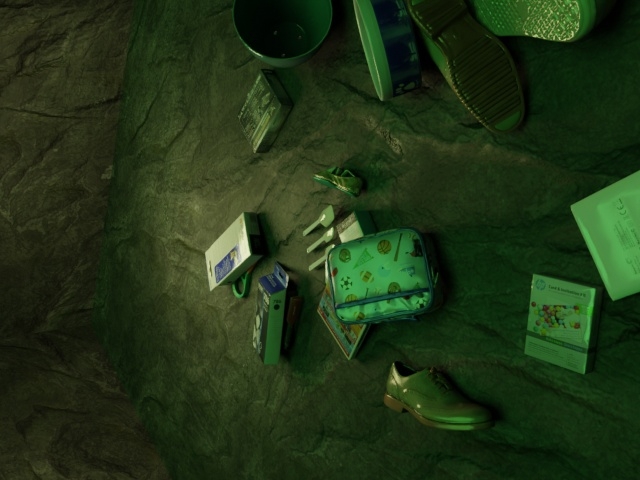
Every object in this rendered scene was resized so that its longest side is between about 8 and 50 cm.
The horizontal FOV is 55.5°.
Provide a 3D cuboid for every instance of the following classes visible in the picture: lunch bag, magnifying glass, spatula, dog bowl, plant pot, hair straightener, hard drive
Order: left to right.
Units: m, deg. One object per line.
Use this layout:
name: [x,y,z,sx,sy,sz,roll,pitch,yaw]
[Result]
magnifying glass: [-0.284,0.131,2.326,0.092,0.026,0.231,58,136,30]
plant pot: [-0.111,-0.646,1.852,0.195,0.289,0.291,94,164,-82]
hair straightener: [-0.109,0.279,2.117,0.089,0.047,0.231,-133,44,-59]
spatula: [0.000,0.000,1.917,0.242,0.019,0.168,142,120,-63]
lunch bag: [0.172,0.103,1.601,0.303,0.115,0.244,-13,76,26]
dog bowl: [0.165,-0.489,1.504,0.265,0.104,0.265,-16,-90,-85]
hard drive: [0.646,-0.039,1.121,0.318,0.040,0.211,-35,67,48]

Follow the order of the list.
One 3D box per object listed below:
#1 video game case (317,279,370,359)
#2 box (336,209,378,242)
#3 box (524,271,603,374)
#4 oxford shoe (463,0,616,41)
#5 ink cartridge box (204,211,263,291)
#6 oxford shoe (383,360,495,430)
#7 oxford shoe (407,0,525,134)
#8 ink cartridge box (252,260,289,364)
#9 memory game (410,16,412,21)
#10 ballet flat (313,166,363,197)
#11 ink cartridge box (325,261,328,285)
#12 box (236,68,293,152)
video game case: [0.076,0.204,1.818,0.204,0.025,0.285,55,148,29]
box: [0.133,0.042,1.758,0.100,0.060,0.245,-40,63,47]
box: [0.520,0.175,1.307,0.145,0.038,0.187,16,105,49]
oxford shoe: [0.435,-0.518,1.276,0.449,0.130,0.169,49,162,53]
ink cartridge box: [-0.338,0.051,2.329,0.371,0.069,0.176,-37,57,46]
oxford shoe: [0.291,0.395,1.556,0.348,0.122,0.130,4,92,50]
oxford shoe: [0.340,-0.417,1.406,0.140,0.146,0.397,-29,85,7]
ink cartridge box: [-0.179,0.252,2.141,0.165,0.065,0.333,-141,56,-64]
memory game: [0.276,-0.591,1.508,0.186,0.012,0.186,41,138,50]
ballet flat: [0.059,-0.185,1.837,0.206,0.073,0.067,28,88,44]
ink cartridge box: [0.071,0.158,1.865,0.145,0.045,0.180,10,99,51]
box: [-0.198,-0.450,2.122,0.231,0.056,0.183,-54,54,40]
